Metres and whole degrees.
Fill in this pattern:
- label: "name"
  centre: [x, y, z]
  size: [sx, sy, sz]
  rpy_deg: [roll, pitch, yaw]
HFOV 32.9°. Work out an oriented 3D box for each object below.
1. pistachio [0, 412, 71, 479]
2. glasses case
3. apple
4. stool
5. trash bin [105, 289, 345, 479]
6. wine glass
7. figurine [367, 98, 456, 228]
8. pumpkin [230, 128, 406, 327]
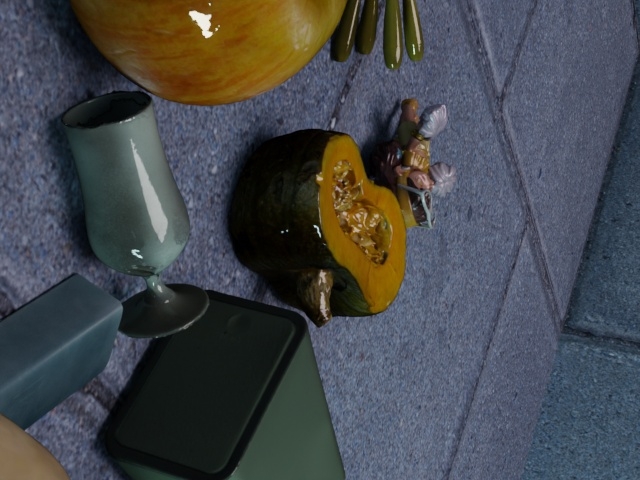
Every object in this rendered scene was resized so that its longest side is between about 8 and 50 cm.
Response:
- label: "pistachio"
  centre: [-0.299, 0.193, 0.771]
  size: [0.299, 0.187, 0.187]
  rpy_deg: [45, 57, -43]
- label: "glasses case"
  centre: [-0.275, 0.132, 0.971]
  size: [0.266, 0.056, 0.105]
  rpy_deg: [-40, 132, -54]
- label: "apple"
  centre: [-0.099, -0.269, 1.000]
  size: [0.286, 0.233, 0.286]
  rpy_deg: [-27, 120, -59]
- label: "stool"
  centre: [0.083, -0.303, 1.509]
  size: [0.135, 0.134, 0.110]
  rpy_deg: [-5, 109, -18]
- label: "trash bin"
  centre: [-0.092, 0.252, 1.282]
  size: [0.343, 0.158, 0.223]
  rpy_deg: [74, 35, -50]
- label: "wine glass"
  centre: [-0.182, -0.025, 1.062]
  size: [0.103, 0.103, 0.231]
  rpy_deg: [-49, 136, -48]
- label: "figurine"
  centre: [0.138, -0.118, 1.673]
  size: [0.175, 0.115, 0.240]
  rpy_deg: [72, 31, -47]
- label: "pumpkin"
  centre: [0.000, 0.000, 1.400]
  size: [0.317, 0.139, 0.222]
  rpy_deg: [52, 50, -58]
